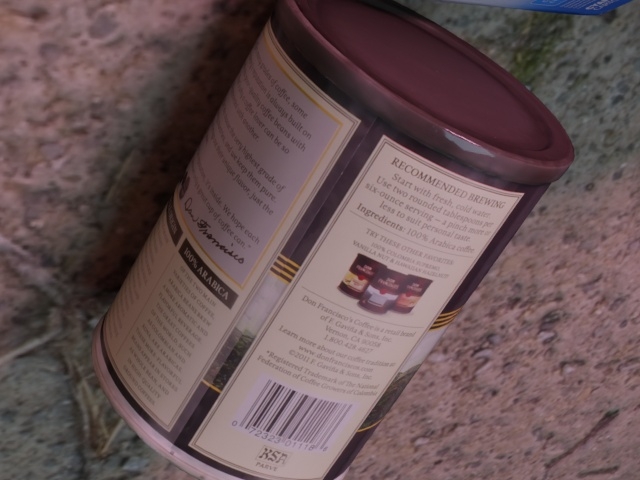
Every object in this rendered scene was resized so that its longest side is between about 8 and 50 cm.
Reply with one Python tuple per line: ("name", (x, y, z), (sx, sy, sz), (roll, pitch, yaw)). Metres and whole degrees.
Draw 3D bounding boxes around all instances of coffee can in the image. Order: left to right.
("coffee can", (0.000, 0.000, 0.771), (0.202, 0.201, 0.275), (9, 123, -42))

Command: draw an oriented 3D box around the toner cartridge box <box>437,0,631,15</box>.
("toner cartridge box", (0.210, -0.213, 0.645), (0.165, 0.075, 0.348), (-1, 171, -32))
